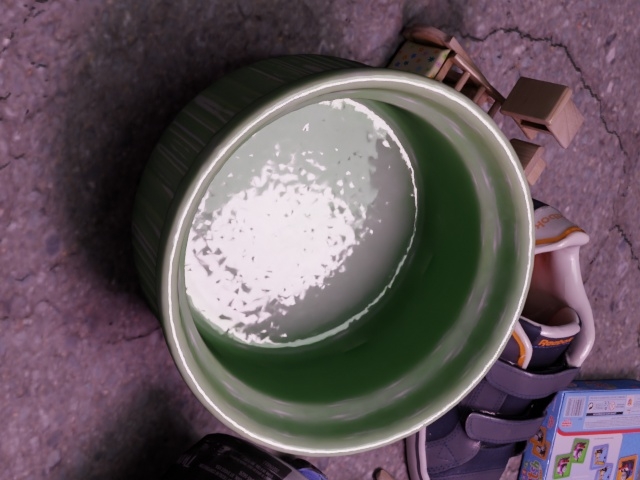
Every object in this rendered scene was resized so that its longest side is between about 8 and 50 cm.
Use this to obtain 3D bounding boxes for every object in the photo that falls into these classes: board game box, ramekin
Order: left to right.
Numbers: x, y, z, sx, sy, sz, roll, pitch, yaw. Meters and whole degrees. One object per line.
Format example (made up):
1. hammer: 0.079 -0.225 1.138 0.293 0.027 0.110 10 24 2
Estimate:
1. ramekin: 0.000 0.000 1.373 0.303 0.148 0.303 -8 110 -21
2. board game box: 0.268 0.251 1.841 0.160 0.039 0.211 3 101 -44

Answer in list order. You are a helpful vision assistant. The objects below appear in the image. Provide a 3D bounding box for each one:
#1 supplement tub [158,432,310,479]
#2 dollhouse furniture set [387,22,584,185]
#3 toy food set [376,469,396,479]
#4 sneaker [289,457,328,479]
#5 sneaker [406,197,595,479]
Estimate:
1. supplement tub: -0.119 0.334 1.384 0.338 0.207 0.207 -49 131 -20
2. dollhouse furniture set: 0.101 -0.074 1.486 0.182 0.161 0.101 -57 134 -14
3. toy food set: 0.096 0.290 1.590 0.132 0.038 0.192 41 29 -22
4. sneaker: -0.016 0.299 1.563 0.087 0.083 0.221 -10 106 -28
5. sneaker: 0.168 0.118 1.643 0.126 0.127 0.321 -7 110 -44
